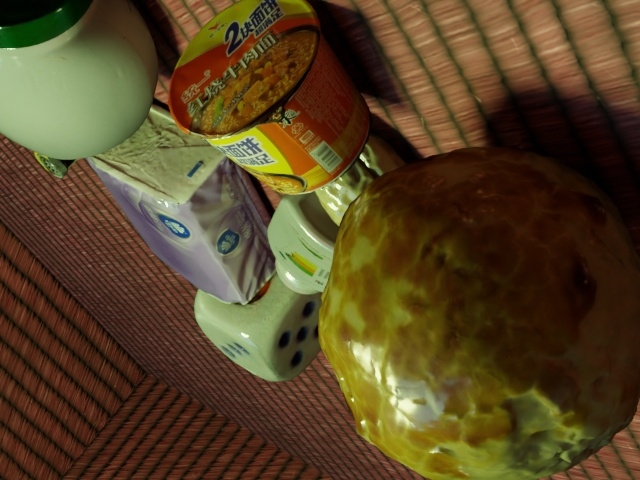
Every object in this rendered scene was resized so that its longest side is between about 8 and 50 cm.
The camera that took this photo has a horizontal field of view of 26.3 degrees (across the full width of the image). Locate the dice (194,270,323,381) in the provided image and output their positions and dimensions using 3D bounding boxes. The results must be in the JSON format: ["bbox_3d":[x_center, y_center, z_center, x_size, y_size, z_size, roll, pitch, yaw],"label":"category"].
[{"bbox_3d":[-0.099,0.126,2.475,0.193,0.194,0.192,26,160,31],"label":"dice"}]

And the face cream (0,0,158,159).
[{"bbox_3d":[-0.391,-0.275,1.946,0.312,0.220,0.357,7,152,8],"label":"face cream"}]

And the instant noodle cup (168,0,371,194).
[{"bbox_3d":[-0.049,-0.163,1.643,0.213,0.213,0.174,22,164,43],"label":"instant noodle cup"}]

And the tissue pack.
[{"bbox_3d":[-0.222,-0.058,2.310,0.242,0.160,0.338,29,160,31],"label":"tissue pack"}]

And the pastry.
[{"bbox_3d":[0.165,0.077,1.477,0.312,0.389,0.388,19,180,-41],"label":"pastry"}]

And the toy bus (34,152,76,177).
[{"bbox_3d":[-0.479,-0.248,2.382,0.152,0.144,0.330,34,161,14],"label":"toy bus"}]

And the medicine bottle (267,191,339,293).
[{"bbox_3d":[0.000,0.000,2.092,0.161,0.111,0.296,40,164,1],"label":"medicine bottle"}]

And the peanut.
[{"bbox_3d":[0.104,-0.033,1.767,0.290,0.130,0.130,38,163,-3],"label":"peanut"}]
